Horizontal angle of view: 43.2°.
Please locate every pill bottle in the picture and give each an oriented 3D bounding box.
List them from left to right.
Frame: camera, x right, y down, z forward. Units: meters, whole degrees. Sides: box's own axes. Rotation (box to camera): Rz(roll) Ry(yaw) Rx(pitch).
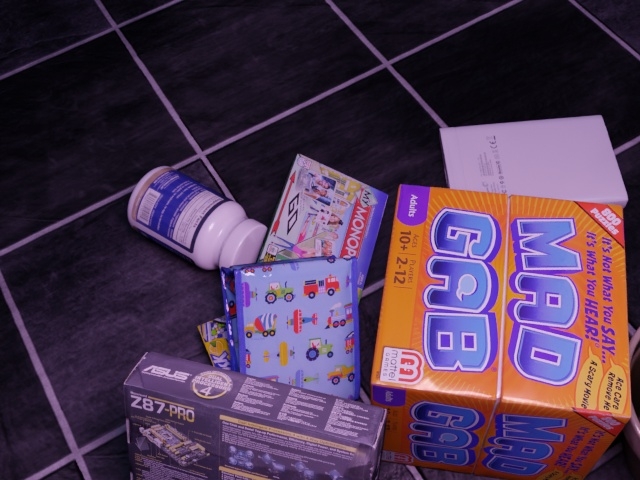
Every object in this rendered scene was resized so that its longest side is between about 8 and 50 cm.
[{"bbox_3d":[-0.245,-0.032,1.632,0.265,0.153,0.153,29,64,20],"label":"pill bottle"}]

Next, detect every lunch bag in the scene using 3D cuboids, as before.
[{"bbox_3d":[-0.046,0.182,1.438,0.221,0.138,0.293,-5,92,-17],"label":"lunch bag"}]

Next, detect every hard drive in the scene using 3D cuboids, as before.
[{"bbox_3d":[0.444,-0.156,1.721,0.353,0.047,0.232,-5,57,2],"label":"hard drive"}]

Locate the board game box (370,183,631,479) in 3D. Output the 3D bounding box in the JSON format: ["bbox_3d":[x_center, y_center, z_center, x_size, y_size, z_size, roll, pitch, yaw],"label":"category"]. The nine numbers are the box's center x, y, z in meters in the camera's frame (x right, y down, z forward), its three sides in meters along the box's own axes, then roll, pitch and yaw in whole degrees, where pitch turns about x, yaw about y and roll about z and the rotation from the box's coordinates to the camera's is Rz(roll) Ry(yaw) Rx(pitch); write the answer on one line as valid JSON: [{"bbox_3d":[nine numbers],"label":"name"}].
[{"bbox_3d":[0.282,0.165,1.344,0.357,0.356,0.356,6,58,8],"label":"board game box"}]

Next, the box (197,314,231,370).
[{"bbox_3d":[-0.173,0.229,1.517,0.059,0.054,0.168,-22,58,-10],"label":"box"}]

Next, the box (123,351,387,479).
[{"bbox_3d":[-0.108,0.362,1.273,0.395,0.318,0.097,11,34,12],"label":"box"}]

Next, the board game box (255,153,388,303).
[{"bbox_3d":[0.000,0.000,1.606,0.214,0.046,0.317,23,59,-11],"label":"board game box"}]

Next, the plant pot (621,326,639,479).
[{"bbox_3d":[0.609,0.295,1.281,0.324,0.280,0.323,-2,58,3],"label":"plant pot"}]
